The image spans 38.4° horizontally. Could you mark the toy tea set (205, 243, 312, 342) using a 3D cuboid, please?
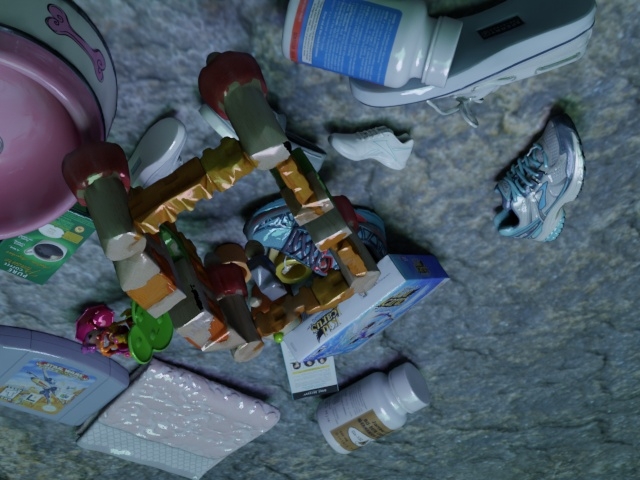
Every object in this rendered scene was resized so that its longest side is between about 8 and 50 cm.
[{"bbox_3d":[-0.165,0.102,1.640,0.336,0.124,0.200,0,138,-14],"label":"toy tea set"}]

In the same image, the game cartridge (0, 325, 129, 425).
[{"bbox_3d":[-0.534,0.264,1.787,0.297,0.062,0.198,28,129,-37],"label":"game cartridge"}]

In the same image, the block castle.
[{"bbox_3d":[-0.128,-0.036,1.318,0.303,0.212,0.453,-32,146,4],"label":"block castle"}]

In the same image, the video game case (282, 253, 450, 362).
[{"bbox_3d":[0.091,0.120,1.659,0.244,0.061,0.269,-41,164,18],"label":"video game case"}]

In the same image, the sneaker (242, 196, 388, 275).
[{"bbox_3d":[0.000,0.000,1.566,0.262,0.125,0.104,4,136,-18],"label":"sneaker"}]

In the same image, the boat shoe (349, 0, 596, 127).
[{"bbox_3d":[0.225,-0.249,1.353,0.367,0.135,0.156,-22,142,-4],"label":"boat shoe"}]

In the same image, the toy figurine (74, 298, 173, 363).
[{"bbox_3d":[-0.370,0.165,1.649,0.159,0.173,0.130,-14,124,20],"label":"toy figurine"}]

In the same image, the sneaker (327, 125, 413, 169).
[{"bbox_3d":[0.081,-0.158,1.472,0.152,0.053,0.061,7,127,-30],"label":"sneaker"}]

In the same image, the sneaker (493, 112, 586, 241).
[{"bbox_3d":[0.367,-0.094,1.571,0.122,0.110,0.283,-4,138,-5],"label":"sneaker"}]

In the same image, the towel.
[{"bbox_3d":[-0.307,0.394,1.969,0.332,0.053,0.317,28,126,-31],"label":"towel"}]

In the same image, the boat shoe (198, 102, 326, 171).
[{"bbox_3d":[-0.083,-0.165,1.409,0.227,0.079,0.081,30,104,-37],"label":"boat shoe"}]

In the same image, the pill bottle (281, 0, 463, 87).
[{"bbox_3d":[0.069,-0.273,1.220,0.222,0.124,0.124,17,137,6],"label":"pill bottle"}]

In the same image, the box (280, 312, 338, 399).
[{"bbox_3d":[-0.026,0.229,1.868,0.101,0.060,0.244,-11,139,-3],"label":"box"}]

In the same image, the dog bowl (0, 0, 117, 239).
[{"bbox_3d":[-0.476,-0.162,1.235,0.408,0.150,0.408,-8,138,-8],"label":"dog bowl"}]

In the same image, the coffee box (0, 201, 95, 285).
[{"bbox_3d":[-0.455,-0.007,1.506,0.113,0.040,0.184,26,126,-35],"label":"coffee box"}]

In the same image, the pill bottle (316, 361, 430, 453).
[{"bbox_3d":[0.117,0.361,2.002,0.229,0.131,0.131,-32,136,20],"label":"pill bottle"}]

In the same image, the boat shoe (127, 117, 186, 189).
[{"bbox_3d":[-0.248,-0.118,1.421,0.063,0.066,0.184,7,135,-41],"label":"boat shoe"}]
